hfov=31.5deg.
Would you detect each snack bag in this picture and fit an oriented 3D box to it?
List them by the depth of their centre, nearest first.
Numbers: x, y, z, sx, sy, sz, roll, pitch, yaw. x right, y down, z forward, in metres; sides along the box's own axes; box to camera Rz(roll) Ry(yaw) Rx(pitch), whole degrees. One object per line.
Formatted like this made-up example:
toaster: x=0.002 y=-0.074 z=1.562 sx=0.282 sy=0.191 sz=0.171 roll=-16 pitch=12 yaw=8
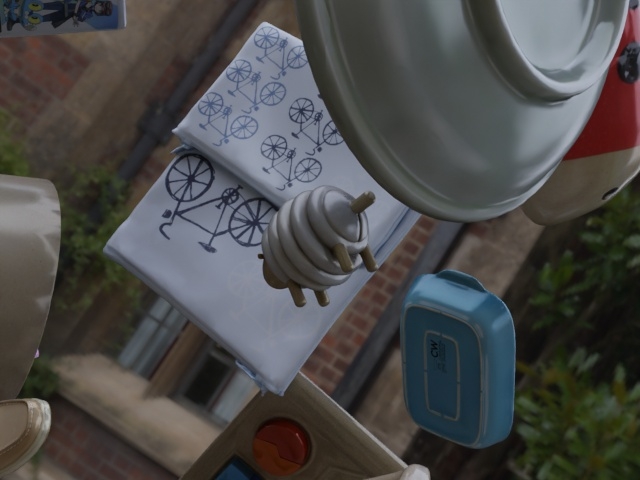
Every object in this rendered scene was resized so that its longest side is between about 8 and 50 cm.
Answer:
snack bag: x=-0.055 y=-0.049 z=1.233 sx=0.323 sy=0.342 sz=0.037 roll=35 pitch=-6 yaw=33

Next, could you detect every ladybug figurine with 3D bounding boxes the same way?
ladybug figurine: x=0.270 y=-0.237 z=1.224 sx=0.161 sy=0.305 sz=0.449 roll=-3 pitch=-69 yaw=21

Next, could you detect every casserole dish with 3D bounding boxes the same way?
casserole dish: x=0.120 y=0.116 z=1.042 sx=0.114 sy=0.037 sz=0.188 roll=18 pitch=-56 yaw=34

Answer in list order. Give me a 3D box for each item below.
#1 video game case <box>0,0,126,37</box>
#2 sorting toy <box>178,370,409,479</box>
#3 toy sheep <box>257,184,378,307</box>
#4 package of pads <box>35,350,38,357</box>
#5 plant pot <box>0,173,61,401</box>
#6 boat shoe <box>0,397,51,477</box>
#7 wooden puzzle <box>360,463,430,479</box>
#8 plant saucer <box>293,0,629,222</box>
video game case: x=-0.360 y=-0.376 z=1.189 sx=0.299 sy=0.329 sz=0.036 roll=-8 pitch=23 yaw=-21
sorting toy: x=0.002 y=0.320 z=1.288 sx=0.307 sy=0.229 sz=0.041 roll=41 pitch=16 yaw=1
toy sheep: x=0.000 y=0.000 z=0.935 sx=0.132 sy=0.091 sz=0.091 roll=-35 pitch=-61 yaw=30
package of pads: x=-0.432 y=0.150 z=1.616 sx=0.032 sy=0.050 sz=0.083 roll=-7 pitch=-10 yaw=-38
plant pot: x=-0.436 y=0.030 z=1.142 sx=0.274 sy=0.257 sz=0.256 roll=14 pitch=-2 yaw=-29
boat shoe: x=-0.305 y=0.172 z=0.970 sx=0.170 sy=0.063 sz=0.059 roll=-24 pitch=-36 yaw=25
wooden puzzle: x=-0.039 y=0.325 z=0.700 sx=0.080 sy=0.322 sz=0.348 roll=25 pitch=-33 yaw=-27
plant saucer: x=0.143 y=-0.212 z=0.862 sx=0.100 sy=0.401 sz=0.400 roll=3 pitch=-30 yaw=43
